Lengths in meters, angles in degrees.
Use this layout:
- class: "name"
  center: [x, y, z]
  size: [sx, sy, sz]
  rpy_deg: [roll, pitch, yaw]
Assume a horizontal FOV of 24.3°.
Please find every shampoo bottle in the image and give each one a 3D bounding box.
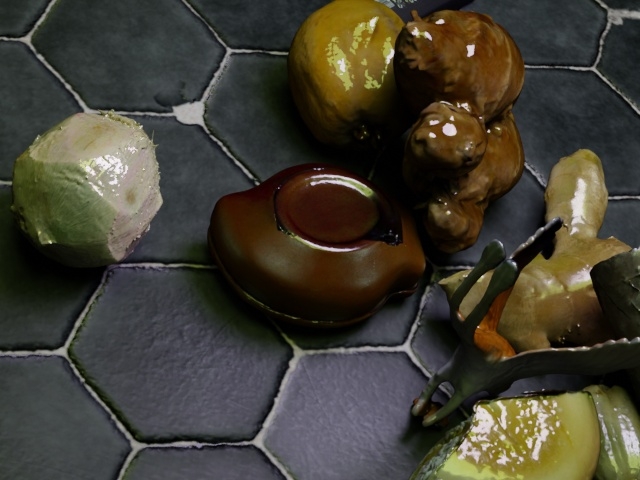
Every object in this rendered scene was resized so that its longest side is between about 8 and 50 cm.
- class: "shampoo bottle"
  center: [0.168, -0.390, 2.280]
  size: [0.098, 0.071, 0.309]
  rpy_deg: [44, 53, 18]

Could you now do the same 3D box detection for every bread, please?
- class: "bread"
  center: [0.213, 0.273, 1.735]
  size: [0.261, 0.158, 0.156]
  rpy_deg: [-4, 65, -22]

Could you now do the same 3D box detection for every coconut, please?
- class: "coconut"
  center: [-0.287, -0.053, 1.801]
  size: [0.194, 0.194, 0.194]
  rpy_deg: [9, 51, -11]

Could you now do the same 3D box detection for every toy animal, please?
- class: "toy animal"
  center: [0.200, 0.128, 1.724]
  size: [0.284, 0.302, 0.225]
  rpy_deg: [5, 44, -50]

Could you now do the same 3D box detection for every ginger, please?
- class: "ginger"
  center: [0.168, -0.150, 1.924]
  size: [0.152, 0.357, 0.274]
  rpy_deg: [12, 45, 24]
- class: "ginger"
  center: [0.358, 0.085, 1.954]
  size: [0.348, 0.122, 0.363]
  rpy_deg: [-36, 81, -26]

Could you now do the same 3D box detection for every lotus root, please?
- class: "lotus root"
  center: [0.361, 0.258, 1.831]
  size: [0.090, 0.077, 0.183]
  rpy_deg: [-1, 51, -10]

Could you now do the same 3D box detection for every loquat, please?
- class: "loquat"
  center: [0.051, -0.223, 2.047]
  size: [0.187, 0.176, 0.234]
  rpy_deg: [-20, 73, 15]

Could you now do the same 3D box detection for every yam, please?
- class: "yam"
  center: [0.434, 0.121, 1.831]
  size: [0.154, 0.154, 0.254]
  rpy_deg: [-24, 88, -32]

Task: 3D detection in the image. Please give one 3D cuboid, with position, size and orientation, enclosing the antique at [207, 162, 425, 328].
- class: "antique"
  center: [0.000, 0.000, 1.882]
  size: [0.278, 0.129, 0.223]
  rpy_deg: [7, 49, -16]
